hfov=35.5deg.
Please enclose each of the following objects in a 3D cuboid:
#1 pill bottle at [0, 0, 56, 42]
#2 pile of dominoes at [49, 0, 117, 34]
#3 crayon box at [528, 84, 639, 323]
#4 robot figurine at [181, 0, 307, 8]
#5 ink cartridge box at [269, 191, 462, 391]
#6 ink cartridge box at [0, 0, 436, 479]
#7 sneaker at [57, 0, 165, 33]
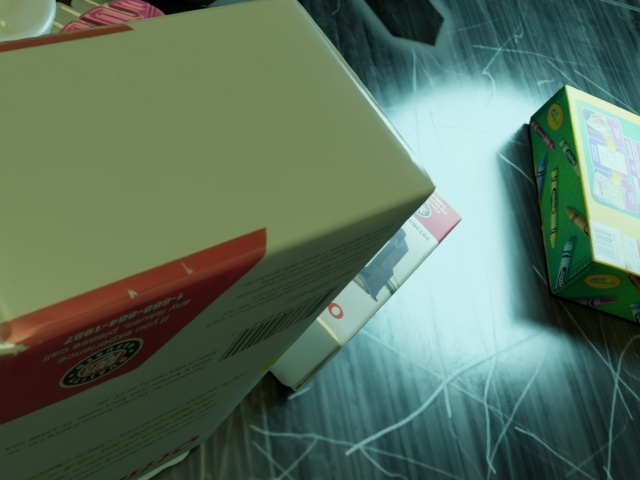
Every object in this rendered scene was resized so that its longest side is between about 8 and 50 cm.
[{"bbox_3d":[-0.292,-0.131,0.787,0.119,0.208,0.119,16,52,-22],"label":"pill bottle"},{"bbox_3d":[-0.208,-0.153,0.991,0.196,0.040,0.251,38,39,-3],"label":"pile of dominoes"},{"bbox_3d":[0.358,-0.044,1.230,0.165,0.081,0.278,19,51,-21],"label":"crayon box"},{"bbox_3d":[-0.127,-0.341,1.061,0.278,0.209,0.173,8,79,-28],"label":"robot figurine"},{"bbox_3d":[0.000,0.000,0.957,0.172,0.100,0.237,45,47,3],"label":"ink cartridge box"},{"bbox_3d":[-0.153,0.050,0.633,0.279,0.384,0.160,-22,70,-41],"label":"ink cartridge box"},{"bbox_3d":[-0.204,-0.085,0.833,0.103,0.111,0.252,30,83,-12],"label":"sneaker"}]
